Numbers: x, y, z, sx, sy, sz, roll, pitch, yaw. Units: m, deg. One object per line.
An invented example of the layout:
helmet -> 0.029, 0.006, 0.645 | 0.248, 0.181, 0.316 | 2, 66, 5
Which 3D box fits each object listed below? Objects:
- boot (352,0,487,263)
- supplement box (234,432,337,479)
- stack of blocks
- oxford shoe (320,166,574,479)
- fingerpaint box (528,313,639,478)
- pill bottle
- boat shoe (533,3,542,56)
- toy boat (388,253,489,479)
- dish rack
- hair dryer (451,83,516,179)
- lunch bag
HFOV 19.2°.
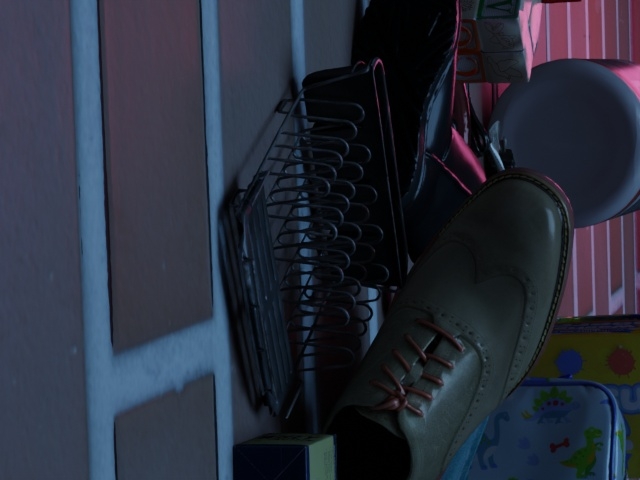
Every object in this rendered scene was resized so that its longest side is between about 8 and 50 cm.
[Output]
boot -> 0.099, -0.110, 1.785 | 0.207, 0.094, 0.247 | 39, 59, -65
supplement box -> -0.024, 0.189, 1.407 | 0.083, 0.056, 0.083 | -1, 91, -74
stack of blocks -> 0.187, -0.292, 1.973 | 0.087, 0.171, 0.297 | 74, 22, -43
oxford shoe -> 0.090, 0.105, 1.477 | 0.348, 0.123, 0.130 | -64, 167, 15
fingerpaint box -> 0.372, 0.166, 2.104 | 0.371, 0.444, 0.163 | -3, 91, -74
pill bottle -> 0.362, -0.131, 2.450 | 0.363, 0.210, 0.210 | -12, 101, -68
boat shoe -> 0.236, -0.288, 2.305 | 0.227, 0.079, 0.081 | 80, 16, -47
toy boat -> 0.127, 0.108, 1.705 | 0.318, 0.148, 0.268 | -66, 174, -72
dish rack -> 0.000, 0.000, 1.475 | 0.271, 0.074, 0.208 | -64, 149, -57
hair dryer -> 0.136, -0.095, 2.014 | 0.293, 0.080, 0.224 | -75, 142, -59
lunch bag -> 0.195, 0.222, 1.883 | 0.090, 0.219, 0.176 | 56, 36, -64
